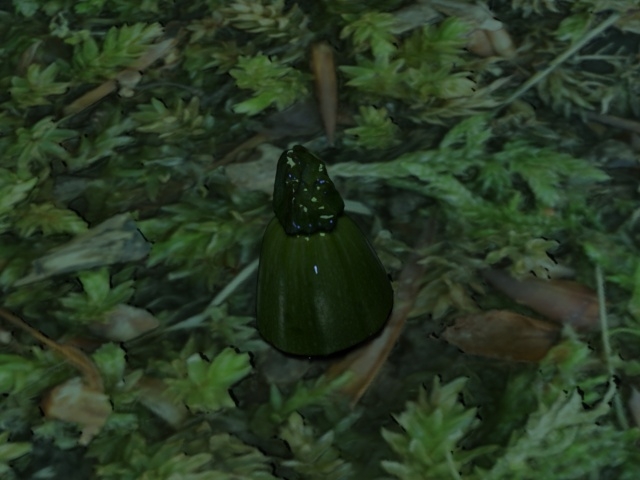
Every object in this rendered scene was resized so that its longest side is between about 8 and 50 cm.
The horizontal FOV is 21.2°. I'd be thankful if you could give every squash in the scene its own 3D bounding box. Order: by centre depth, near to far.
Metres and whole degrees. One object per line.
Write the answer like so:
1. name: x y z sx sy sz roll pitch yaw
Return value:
1. squash: -0.006 0.002 1.202 0.105 0.132 0.105 -6 44 5
